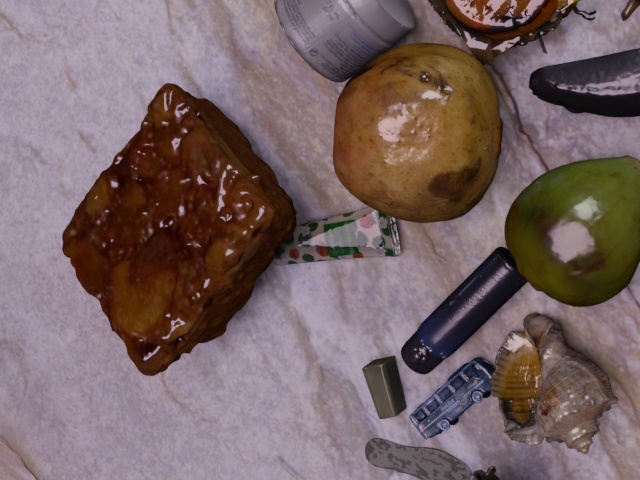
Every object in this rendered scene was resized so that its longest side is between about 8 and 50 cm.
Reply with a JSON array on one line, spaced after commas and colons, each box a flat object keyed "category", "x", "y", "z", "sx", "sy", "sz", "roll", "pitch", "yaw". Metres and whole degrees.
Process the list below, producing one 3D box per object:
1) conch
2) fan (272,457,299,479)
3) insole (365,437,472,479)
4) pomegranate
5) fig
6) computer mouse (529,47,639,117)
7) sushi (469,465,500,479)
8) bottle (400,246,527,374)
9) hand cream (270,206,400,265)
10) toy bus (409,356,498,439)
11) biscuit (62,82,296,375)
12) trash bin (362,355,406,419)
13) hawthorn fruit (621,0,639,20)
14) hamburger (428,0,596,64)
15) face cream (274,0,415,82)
[{"category": "conch", "x": 0.349, "y": 0.224, "z": 1.653, "sx": 0.178, "sy": 0.163, "sz": 0.245, "roll": -22, "pitch": 57, "yaw": 9}, {"category": "fan", "x": 0.032, "y": 0.483, "z": 1.897, "sx": 0.310, "sy": 0.010, "sz": 0.182, "roll": 41, "pitch": 110, "yaw": 11}, {"category": "insole", "x": 0.165, "y": 0.377, "z": 1.829, "sx": 0.193, "sy": 0.006, "sz": 0.065, "roll": 11, "pitch": 101, "yaw": 23}, {"category": "pomegranate", "x": 0.147, "y": -0.156, "z": 1.628, "sx": 0.281, "sy": 0.281, "sz": 0.281, "roll": 3, "pitch": 98, "yaw": 24}, {"category": "fig", "x": 0.387, "y": -0.015, "z": 1.574, "sx": 0.230, "sy": 0.207, "sz": 0.207, "roll": -35, "pitch": 82, "yaw": 24}, {"category": "computer mouse", "x": 0.437, "y": -0.221, "z": 1.561, "sx": 0.270, "sy": 0.137, "sz": 0.086, "roll": -7, "pitch": 84, "yaw": 23}, {"category": "sushi", "x": 0.239, "y": 0.539, "z": 1.608, "sx": 0.176, "sy": 0.417, "sz": 0.417, "roll": 7, "pitch": 99, "yaw": 21}, {"category": "bottle", "x": 0.227, "y": 0.117, "z": 1.727, "sx": 0.072, "sy": 0.082, "sz": 0.244, "roll": 46, "pitch": 112, "yaw": 10}, {"category": "hand cream", "x": 0.000, "y": 0.000, "z": 1.829, "sx": 0.276, "sy": 0.059, "sz": 0.095, "roll": -10, "pitch": 94, "yaw": 22}, {"category": "toy bus", "x": 0.221, "y": 0.258, "z": 1.768, "sx": 0.166, "sy": 0.047, "sz": 0.065, "roll": -46, "pitch": 74, "yaw": 22}, {"category": "biscuit", "x": -0.238, "y": -0.018, "z": 1.840, "sx": 0.395, "sy": 0.166, "sz": 0.342, "roll": -50, "pitch": 64, "yaw": 23}, {"category": "trash bin", "x": 0.108, "y": 0.247, "z": 1.808, "sx": 0.043, "sy": 0.061, "sz": 0.092, "roll": -13, "pitch": 93, "yaw": 24}, {"category": "hawthorn fruit", "x": 0.494, "y": -0.409, "z": 1.483, "sx": 0.215, "sy": 0.215, "sz": 0.249, "roll": 44, "pitch": 116, "yaw": 13}, {"category": "hamburger", "x": 0.282, "y": -0.395, "z": 1.607, "sx": 0.243, "sy": 0.139, "sz": 0.261, "roll": -29, "pitch": 84, "yaw": 26}, {"category": "face cream", "x": 0.038, "y": -0.358, "z": 1.699, "sx": 0.153, "sy": 0.177, "sz": 0.177, "roll": -34, "pitch": 82, "yaw": 24}]
